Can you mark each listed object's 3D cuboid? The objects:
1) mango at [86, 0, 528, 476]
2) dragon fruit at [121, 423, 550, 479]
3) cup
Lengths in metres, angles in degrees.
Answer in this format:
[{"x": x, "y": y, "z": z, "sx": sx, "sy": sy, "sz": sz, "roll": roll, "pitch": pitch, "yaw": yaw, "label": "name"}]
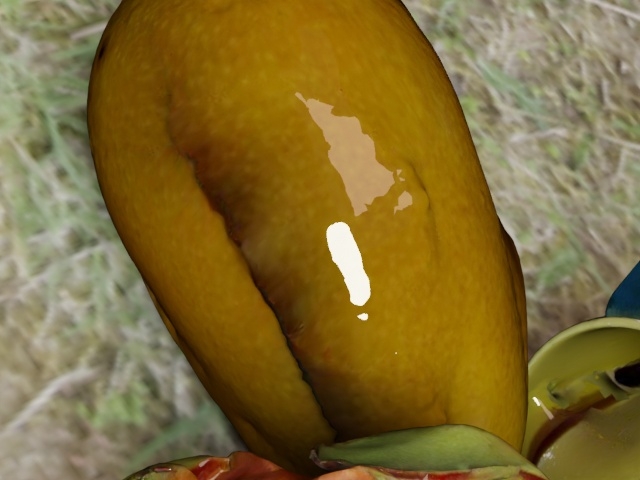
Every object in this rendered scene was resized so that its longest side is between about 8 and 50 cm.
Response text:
[{"x": 0.000, "y": 0.000, "z": 0.690, "sx": 0.136, "sy": 0.166, "sz": 0.236, "roll": -26, "pitch": 91, "yaw": 3, "label": "mango"}, {"x": -0.005, "y": 0.151, "z": 0.510, "sx": 0.224, "sy": 0.224, "sz": 0.227, "roll": 50, "pitch": 5, "yaw": 12, "label": "dragon fruit"}, {"x": 0.171, "y": 0.060, "z": 0.735, "sx": 0.155, "sy": 0.176, "sz": 0.131, "roll": -11, "pitch": 24, "yaw": -43, "label": "cup"}]
